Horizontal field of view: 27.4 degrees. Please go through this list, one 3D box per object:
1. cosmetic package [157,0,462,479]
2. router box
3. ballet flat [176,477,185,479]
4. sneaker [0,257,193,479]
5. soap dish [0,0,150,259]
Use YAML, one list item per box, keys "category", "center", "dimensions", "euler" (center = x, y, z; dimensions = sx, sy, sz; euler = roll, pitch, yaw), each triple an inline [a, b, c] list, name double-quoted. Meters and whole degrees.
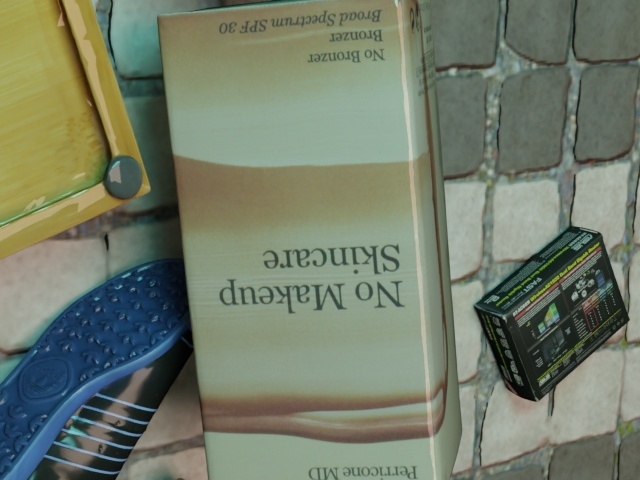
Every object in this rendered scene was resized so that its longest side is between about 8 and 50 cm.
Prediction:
- category: "cosmetic package"
  center: [0.000, 0.000, 0.809]
  dimensions: [0.129, 0.153, 0.296]
  euler: [-47, 131, -74]
- category: "router box"
  center: [0.192, 0.060, 1.083]
  dimensions: [0.122, 0.038, 0.092]
  euler: [-36, 120, -24]
- category: "ballet flat"
  center: [-0.170, 0.233, 0.852]
  dimensions: [0.248, 0.086, 0.086]
  euler: [-28, 116, -29]
- category: "sneaker"
  center: [-0.149, 0.110, 0.835]
  dimensions: [0.232, 0.081, 0.090]
  euler: [-43, 141, -24]
- category: "soap dish"
  center: [-0.240, -0.071, 0.693]
  dimensions: [0.291, 0.118, 0.229]
  euler: [-27, 116, -27]
